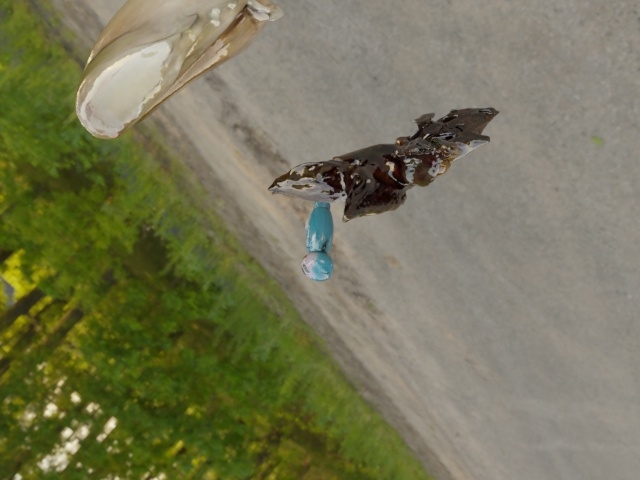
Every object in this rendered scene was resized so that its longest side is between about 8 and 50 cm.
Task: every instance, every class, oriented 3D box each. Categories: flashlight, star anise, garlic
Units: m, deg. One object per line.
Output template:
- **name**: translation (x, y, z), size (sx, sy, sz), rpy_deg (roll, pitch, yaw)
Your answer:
- **flashlight**: translation (0.000, 0.000, 1.161), size (0.051, 0.129, 0.051), rpy_deg (5, 154, 2)
- **star anise**: translation (0.062, -0.058, 0.613), size (0.157, 0.212, 0.054), rpy_deg (-101, -5, -72)
- **garlic**: translation (-0.159, -0.211, 0.811), size (0.110, 0.228, 0.217), rpy_deg (55, -178, -11)
